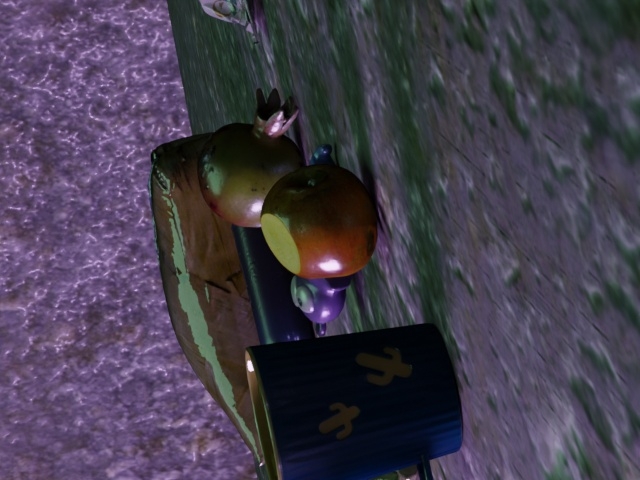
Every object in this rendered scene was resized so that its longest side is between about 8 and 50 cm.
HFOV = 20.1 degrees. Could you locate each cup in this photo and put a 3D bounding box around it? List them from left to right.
[{"bbox_3d":[0.032,0.154,1.455,0.131,0.155,0.176,106,150,-76],"label":"cup"}]

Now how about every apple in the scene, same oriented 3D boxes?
[{"bbox_3d":[0.004,-0.015,1.640,0.114,0.099,0.102,18,132,53],"label":"apple"}]

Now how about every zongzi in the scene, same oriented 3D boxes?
[{"bbox_3d":[-0.132,0.062,2.488,0.393,0.174,0.356,-108,6,-58],"label":"zongzi"}]

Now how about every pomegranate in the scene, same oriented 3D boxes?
[{"bbox_3d":[-0.081,-0.093,2.071,0.129,0.129,0.159,-112,13,-56],"label":"pomegranate"}]

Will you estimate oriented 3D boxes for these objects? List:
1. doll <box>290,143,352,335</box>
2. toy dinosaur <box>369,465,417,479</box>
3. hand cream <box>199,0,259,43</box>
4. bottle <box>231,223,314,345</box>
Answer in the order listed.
[{"bbox_3d":[0.000,0.000,1.842,0.110,0.067,0.205,-143,51,-66],"label":"doll"},{"bbox_3d":[0.035,0.245,1.764,0.294,0.077,0.162,62,156,23],"label":"toy dinosaur"},{"bbox_3d":[-0.111,-0.301,2.286,0.257,0.050,0.084,-147,43,-71],"label":"hand cream"},{"bbox_3d":[-0.059,0.080,2.388,0.082,0.072,0.244,12,-124,-52],"label":"bottle"}]
